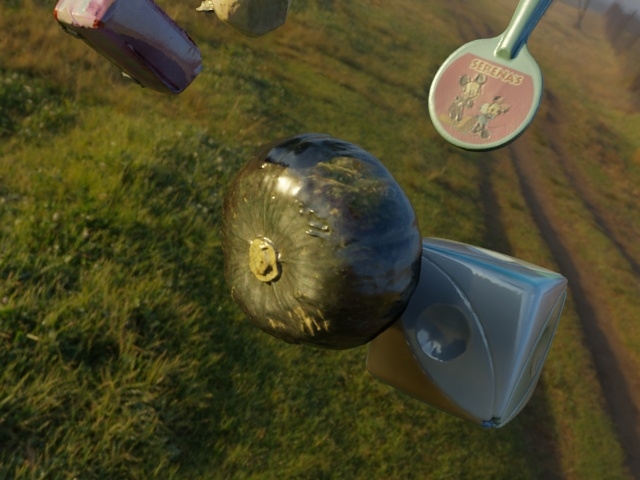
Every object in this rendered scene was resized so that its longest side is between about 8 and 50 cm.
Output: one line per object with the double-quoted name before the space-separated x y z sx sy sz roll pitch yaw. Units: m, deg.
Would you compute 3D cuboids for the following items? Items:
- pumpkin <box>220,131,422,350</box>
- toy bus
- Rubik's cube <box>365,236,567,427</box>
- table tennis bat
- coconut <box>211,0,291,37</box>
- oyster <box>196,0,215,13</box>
"pumpkin" 0.000 0.000 1.438 0.344 0.454 0.454 -17 53 -41
"toy bus" -0.336 -0.369 1.270 0.147 0.127 0.303 25 -6 27
"Rubik's cube" 0.345 0.196 1.651 0.352 0.347 0.352 21 10 30
"table tennis bat" 0.245 -0.237 0.963 0.153 0.244 0.040 31 8 24
"coconut" -0.152 -0.569 1.559 0.198 0.236 0.236 13 30 -11
"oyster" -0.257 -0.640 1.914 0.166 0.053 0.108 -12 6 -15
